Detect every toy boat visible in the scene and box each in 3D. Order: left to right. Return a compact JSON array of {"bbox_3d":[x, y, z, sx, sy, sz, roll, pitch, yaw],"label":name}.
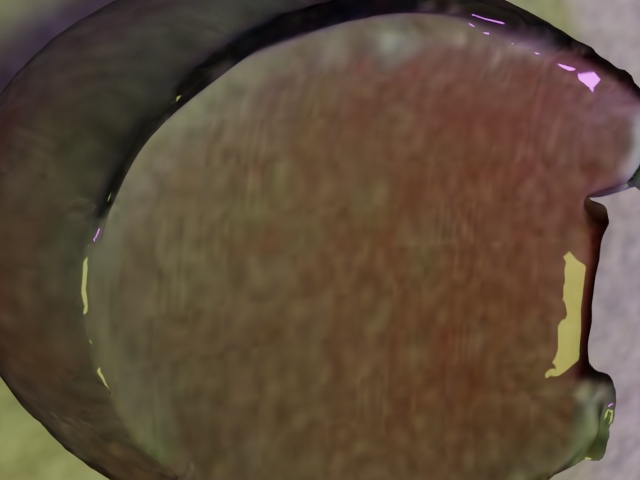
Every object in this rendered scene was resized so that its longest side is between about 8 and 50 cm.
[{"bbox_3d":[0.000,0.000,0.428,0.227,0.085,0.155,4,101,-43],"label":"toy boat"}]
